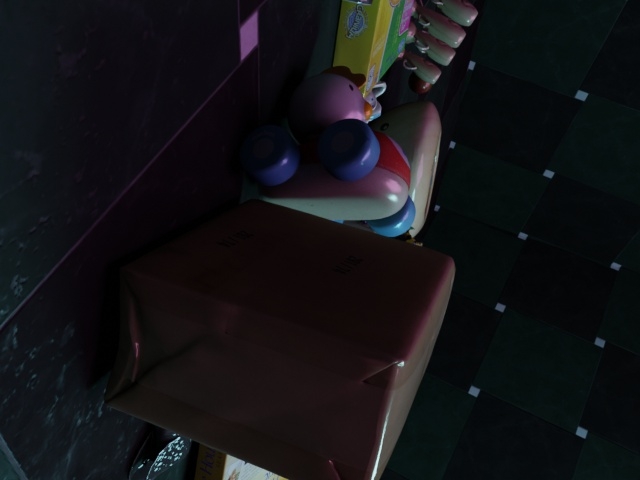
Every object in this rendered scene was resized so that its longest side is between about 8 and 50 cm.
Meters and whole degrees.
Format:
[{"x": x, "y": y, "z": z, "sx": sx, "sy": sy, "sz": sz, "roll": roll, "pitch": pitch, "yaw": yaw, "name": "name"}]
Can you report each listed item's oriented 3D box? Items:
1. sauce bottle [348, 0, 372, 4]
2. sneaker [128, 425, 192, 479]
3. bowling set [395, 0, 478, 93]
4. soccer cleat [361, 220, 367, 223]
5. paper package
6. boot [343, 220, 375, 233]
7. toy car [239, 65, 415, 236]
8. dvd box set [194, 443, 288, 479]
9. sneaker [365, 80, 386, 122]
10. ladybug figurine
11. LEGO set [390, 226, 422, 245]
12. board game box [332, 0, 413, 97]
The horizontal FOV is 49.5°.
[{"x": 0.074, "y": -0.469, "z": 0.845, "sx": 0.111, "sy": 0.111, "sz": 0.344, "roll": -44, "pitch": 149, "yaw": -63, "name": "sauce bottle"}, {"x": -0.192, "y": 0.254, "z": 0.947, "sx": 0.170, "sy": 0.051, "sz": 0.089, "roll": -30, "pitch": 138, "yaw": -64, "name": "sneaker"}, {"x": 0.202, "y": -0.413, "z": 1.477, "sx": 0.200, "sy": 0.154, "sz": 0.287, "roll": -57, "pitch": -179, "yaw": 41, "name": "bowling set"}, {"x": 0.185, "y": -0.119, "z": 1.875, "sx": 0.289, "sy": 0.094, "sz": 0.121, "roll": -70, "pitch": 161, "yaw": -6, "name": "soccer cleat"}, {"x": -0.028, "y": 0.095, "z": 0.797, "sx": 0.325, "sy": 0.310, "sz": 0.168, "roll": -44, "pitch": 148, "yaw": -65, "name": "paper package"}, {"x": 0.000, "y": 0.000, "z": 1.101, "sx": 0.213, "sy": 0.165, "sz": 0.077, "roll": -43, "pitch": 150, "yaw": -64, "name": "boot"}, {"x": 0.027, "y": -0.152, "z": 0.963, "sx": 0.219, "sy": 0.210, "sz": 0.237, "roll": 45, "pitch": 48, "yaw": -59, "name": "toy car"}, {"x": -0.098, "y": 0.299, "z": 1.216, "sx": 0.308, "sy": 0.062, "sz": 0.420, "roll": -27, "pitch": 133, "yaw": -57, "name": "dvd box set"}, {"x": 0.061, "y": -0.224, "z": 1.220, "sx": 0.071, "sy": 0.083, "sz": 0.190, "roll": 86, "pitch": 28, "yaw": -64, "name": "sneaker"}, {"x": 0.175, "y": -0.157, "z": 1.566, "sx": 0.449, "sy": 0.162, "sz": 0.305, "roll": 47, "pitch": 54, "yaw": -78, "name": "ladybug figurine"}, {"x": 0.072, "y": 0.102, "z": 1.385, "sx": 0.192, "sy": 0.255, "sz": 0.331, "roll": 47, "pitch": 60, "yaw": -76, "name": "LEGO set"}, {"x": 0.104, "y": -0.426, "z": 1.140, "sx": 0.242, "sy": 0.064, "sz": 0.316, "roll": -57, "pitch": 161, "yaw": -47, "name": "board game box"}]
